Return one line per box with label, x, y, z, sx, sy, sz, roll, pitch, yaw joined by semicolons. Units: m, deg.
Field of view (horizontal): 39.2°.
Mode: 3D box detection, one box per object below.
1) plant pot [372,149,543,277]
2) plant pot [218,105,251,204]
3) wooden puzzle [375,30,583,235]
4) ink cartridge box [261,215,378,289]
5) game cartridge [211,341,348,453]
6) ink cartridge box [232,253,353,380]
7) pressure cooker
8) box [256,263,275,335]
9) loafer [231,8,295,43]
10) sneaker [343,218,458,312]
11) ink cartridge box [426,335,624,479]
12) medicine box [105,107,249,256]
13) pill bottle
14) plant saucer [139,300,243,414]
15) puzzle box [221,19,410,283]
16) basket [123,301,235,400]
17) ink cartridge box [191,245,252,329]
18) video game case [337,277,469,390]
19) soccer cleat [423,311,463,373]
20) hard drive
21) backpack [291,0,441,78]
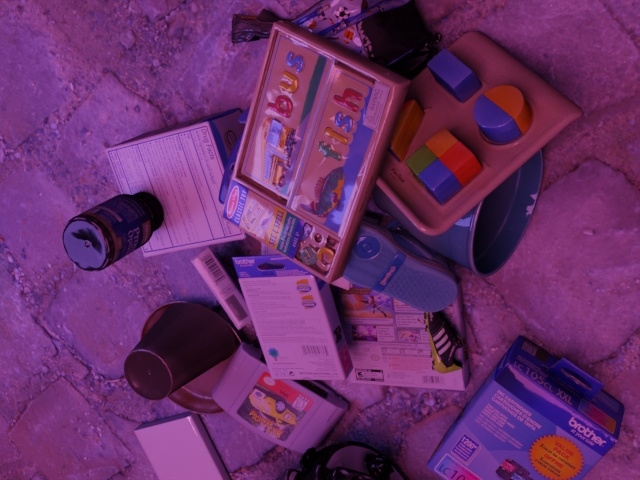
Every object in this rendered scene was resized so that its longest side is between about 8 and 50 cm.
plant pot;0.248;-0.100;1.722;0.255;0.271;0.272;23;118;30
plant pot;-0.046;-0.171;1.836;0.235;0.236;0.212;15;110;20
wooden puzzle;0.232;-0.213;1.594;0.347;0.080;0.322;-38;48;0
ink cartridge box;0.000;0.000;1.913;0.212;0.154;0.093;20;133;16
game cartridge;-0.105;0.387;2.145;0.294;0.060;0.196;31;122;-3
ink cartridge box;-0.057;0.155;1.897;0.185;0.065;0.311;-4;118;28
pressure cooker;0.036;0.662;2.043;0.420;0.369;0.376;-40;74;30
box;-0.075;0.124;2.017;0.091;0.130;0.171;12;115;18
loafer;-0.114;-0.448;1.854;0.170;0.062;0.061;-3;104;23
sneaker;0.125;0.006;1.814;0.319;0.208;0.127;31;117;-23
ink cartridge box;0.443;0.392;1.883;0.270;0.151;0.396;34;118;8
medicine box;-0.290;-0.127;2.004;0.289;0.149;0.264;-10;105;27
pill bottle;-0.429;-0.027;1.892;0.122;0.219;0.123;10;114;22
plant saucer;-0.305;0.286;2.230;0.310;0.050;0.311;9;113;22
puzzle box;-0.022;-0.158;1.626;0.272;0.052;0.409;31;120;23
basket;-0.337;0.261;2.076;0.204;0.227;0.154;17;116;17
ink cartridge box;-0.218;0.103;2.048;0.066;0.232;0.189;-34;93;0
video game case;0.183;0.201;1.970;0.269;0.061;0.245;0;111;23
soccer cleat;0.257;0.194;1.875;0.072;0.060;0.179;-9;110;11
hard drive;-0.347;0.610;2.380;0.203;0.040;0.308;-19;101;29
backpack;0.050;-0.364;1.707;0.263;0.276;0.213;-28;92;36
